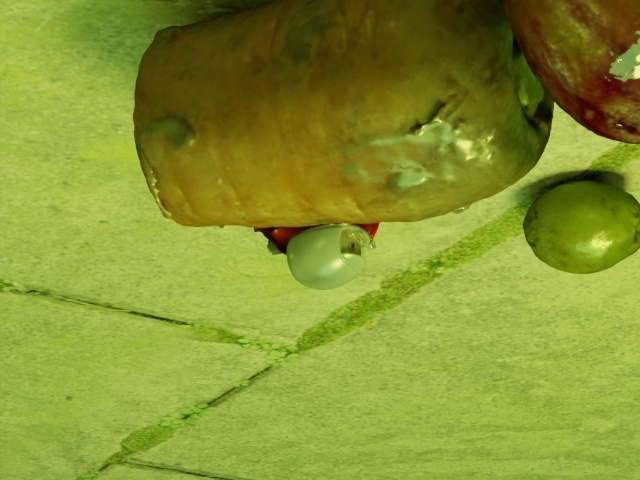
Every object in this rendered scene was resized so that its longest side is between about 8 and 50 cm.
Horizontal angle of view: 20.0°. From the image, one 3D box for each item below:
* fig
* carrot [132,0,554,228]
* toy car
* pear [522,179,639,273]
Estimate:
[{"bbox_3d":[0.259,-0.192,1.454,0.263,0.224,0.224,-6,162,-41],"label":"fig"},{"bbox_3d":[0.026,-0.123,1.588,0.341,0.224,0.224,-6,156,26],"label":"carrot"},{"bbox_3d":[0.000,0.000,1.960,0.139,0.112,0.112,-14,153,22],"label":"toy car"},{"bbox_3d":[0.287,-0.015,1.972,0.131,0.107,0.107,-3,157,28],"label":"pear"}]
